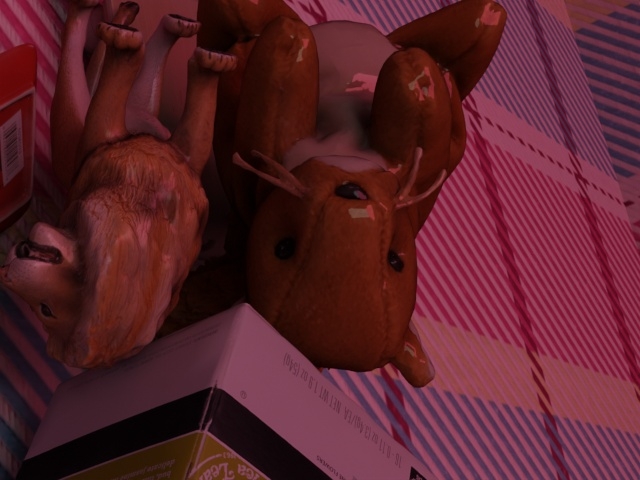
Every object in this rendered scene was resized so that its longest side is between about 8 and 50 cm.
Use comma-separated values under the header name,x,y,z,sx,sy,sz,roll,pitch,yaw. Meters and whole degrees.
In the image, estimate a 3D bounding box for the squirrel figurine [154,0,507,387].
name,x,y,z,sx,sy,sz,roll,pitch,yaw
squirrel figurine,0.000,0.000,1.016,0.281,0.397,0.370,11,40,-12

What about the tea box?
name,x,y,z,sx,sy,sz,roll,pitch,yaw
tea box,-0.060,0.286,0.825,0.329,0.220,0.323,44,40,-28

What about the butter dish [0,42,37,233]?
name,x,y,z,sx,sy,sz,roll,pitch,yaw
butter dish,-0.304,-0.075,0.914,0.160,0.118,0.160,-56,157,-62

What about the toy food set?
name,x,y,z,sx,sy,sz,roll,pitch,yaw
toy food set,-0.166,-0.132,1.204,0.220,0.092,0.306,7,71,-58

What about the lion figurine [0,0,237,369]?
name,x,y,z,sx,sy,sz,roll,pitch,yaw
lion figurine,-0.169,-0.067,0.949,0.142,0.240,0.392,12,16,-14
